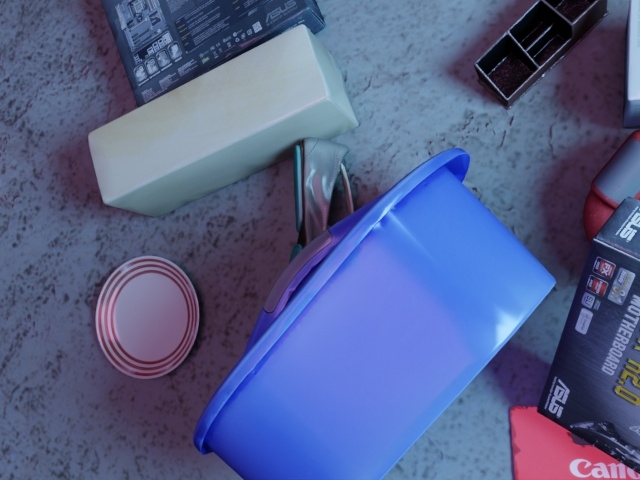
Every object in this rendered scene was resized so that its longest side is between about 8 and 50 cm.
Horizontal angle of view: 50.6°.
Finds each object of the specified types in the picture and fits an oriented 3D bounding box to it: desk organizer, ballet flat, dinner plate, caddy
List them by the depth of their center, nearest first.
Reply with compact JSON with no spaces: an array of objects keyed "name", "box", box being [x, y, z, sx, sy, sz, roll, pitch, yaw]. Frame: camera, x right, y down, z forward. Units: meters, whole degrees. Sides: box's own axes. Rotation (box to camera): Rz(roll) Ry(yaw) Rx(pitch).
[{"name":"caddy","box":[0.038,0.078,0.582,0.179,0.241,0.341,42,98,13]},{"name":"desk organizer","box":[0.211,-0.194,0.649,0.130,0.050,0.047,-45,71,10]},{"name":"ballet flat","box":[0.000,0.000,0.698,0.068,0.072,0.213,5,87,-9]},{"name":"dinner plate","box":[-0.199,0.088,0.785,0.141,0.017,0.141,-3,81,21]}]

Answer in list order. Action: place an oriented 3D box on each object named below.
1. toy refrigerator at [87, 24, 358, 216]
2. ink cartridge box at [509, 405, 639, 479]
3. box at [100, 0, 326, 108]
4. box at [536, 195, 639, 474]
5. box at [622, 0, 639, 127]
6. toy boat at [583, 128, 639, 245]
[{"name":"toy refrigerator","box":[-0.107,-0.123,0.732,0.269,0.102,0.094,-22,76,17]},{"name":"ink cartridge box","box":[0.257,0.258,0.575,0.181,0.056,0.224,-5,83,19]},{"name":"box","box":[-0.132,-0.270,0.782,0.233,0.059,0.183,-27,75,16]},{"name":"box","box":[0.270,0.100,0.494,0.183,0.231,0.056,31,57,29]},{"name":"box","box":[0.317,-0.156,0.584,0.102,0.087,0.101,2,84,21]},{"name":"toy boat","box":[0.313,0.005,0.519,0.231,0.151,0.151,42,117,20]}]
